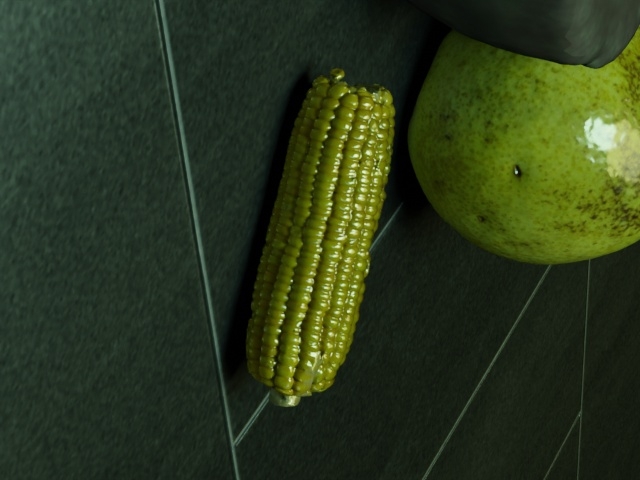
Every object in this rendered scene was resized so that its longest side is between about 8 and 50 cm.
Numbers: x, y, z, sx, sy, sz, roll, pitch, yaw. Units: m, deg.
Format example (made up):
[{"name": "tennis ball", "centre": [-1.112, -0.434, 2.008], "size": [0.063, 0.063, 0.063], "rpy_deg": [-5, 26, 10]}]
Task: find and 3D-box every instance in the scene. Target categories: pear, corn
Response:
[{"name": "pear", "centre": [0.168, -0.078, 1.228], "size": [0.197, 0.197, 0.197], "rpy_deg": [-48, 147, -46]}, {"name": "corn", "centre": [0.000, 0.000, 1.046], "size": [0.068, 0.068, 0.207], "rpy_deg": [0, 104, -67]}]

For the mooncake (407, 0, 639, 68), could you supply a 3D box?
[{"name": "mooncake", "centre": [0.141, -0.265, 1.070], "size": [0.306, 0.154, 0.306], "rpy_deg": [-49, 149, -44]}]
